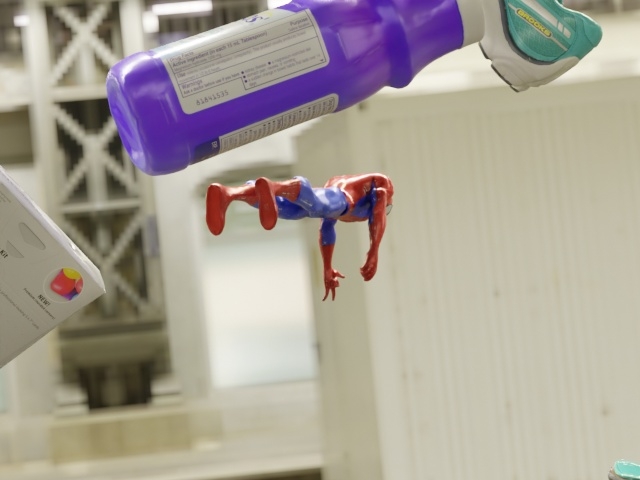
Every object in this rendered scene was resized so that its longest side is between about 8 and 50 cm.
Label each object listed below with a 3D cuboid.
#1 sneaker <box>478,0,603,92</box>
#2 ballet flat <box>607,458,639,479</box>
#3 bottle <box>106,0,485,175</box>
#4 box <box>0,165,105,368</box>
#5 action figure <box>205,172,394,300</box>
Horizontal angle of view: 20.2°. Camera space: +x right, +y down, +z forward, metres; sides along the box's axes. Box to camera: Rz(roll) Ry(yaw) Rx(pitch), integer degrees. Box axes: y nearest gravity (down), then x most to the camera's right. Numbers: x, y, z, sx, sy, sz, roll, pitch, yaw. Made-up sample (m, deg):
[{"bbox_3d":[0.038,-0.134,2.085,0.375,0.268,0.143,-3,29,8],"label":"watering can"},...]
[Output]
[{"bbox_3d":[0.175,-0.260,1.629,0.110,0.275,0.107,-26,-27,15],"label":"sneaker"},{"bbox_3d":[0.315,0.256,1.734,0.074,0.074,0.203,-6,0,-4],"label":"ballet flat"},{"bbox_3d":[-0.016,-0.134,1.343,0.282,0.092,0.118,-21,6,-12],"label":"bottle"},{"bbox_3d":[-0.269,0.037,1.260,0.186,0.145,0.038,-36,31,6],"label":"box"},{"bbox_3d":[0.000,0.000,1.754,0.091,0.139,0.280,-3,4,31],"label":"action figure"}]
